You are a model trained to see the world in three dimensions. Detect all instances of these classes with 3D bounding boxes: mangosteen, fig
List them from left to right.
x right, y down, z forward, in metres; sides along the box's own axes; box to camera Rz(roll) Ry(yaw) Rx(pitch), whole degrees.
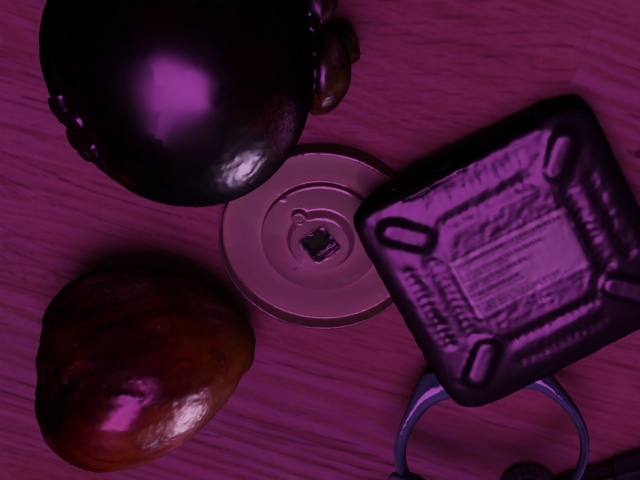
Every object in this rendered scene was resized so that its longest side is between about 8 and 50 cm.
[{"bbox_3d":[-0.209,0.139,1.729,0.263,0.224,0.224,-31,114,1],"label":"fig"},{"bbox_3d":[-0.119,-0.186,1.501,0.313,0.297,0.297,-29,113,11],"label":"mangosteen"}]

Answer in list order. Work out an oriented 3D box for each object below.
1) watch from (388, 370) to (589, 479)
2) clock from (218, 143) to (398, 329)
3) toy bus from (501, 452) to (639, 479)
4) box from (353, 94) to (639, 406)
[{"bbox_3d":[0.195,0.236,1.790,0.237,0.068,0.195,-8,86,9],"label":"watch"},{"bbox_3d":[0.000,0.000,1.738,0.234,0.029,0.235,2,119,3],"label":"clock"},{"bbox_3d":[0.388,0.386,1.830,0.426,0.203,0.233,-18,121,14],"label":"toy bus"},{"bbox_3d":[0.216,0.018,1.683,0.290,0.073,0.289,-27,108,7],"label":"box"}]
